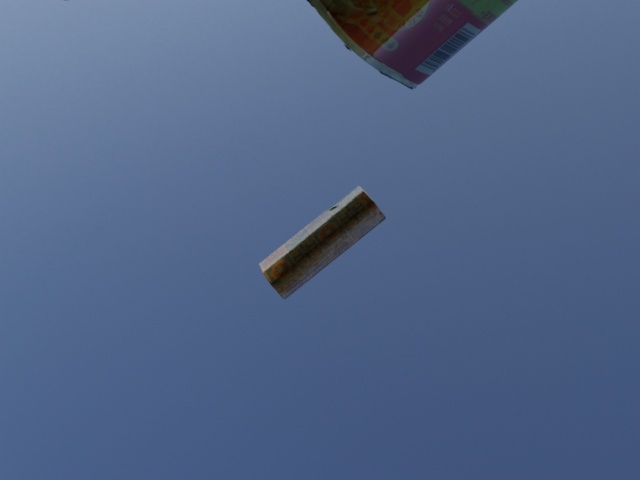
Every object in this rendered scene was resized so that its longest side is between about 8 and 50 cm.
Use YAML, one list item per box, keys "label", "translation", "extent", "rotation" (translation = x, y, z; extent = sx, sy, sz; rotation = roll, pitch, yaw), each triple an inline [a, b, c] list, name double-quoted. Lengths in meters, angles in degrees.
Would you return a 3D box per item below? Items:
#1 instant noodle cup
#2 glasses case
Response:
- label: "instant noodle cup"
  translation: [0.141, -0.368, 1.034]
  extent: [0.308, 0.294, 0.294]
  rotation: [-44, -107, 21]
- label: "glasses case"
  translation: [0.000, 0.000, 1.432]
  extent: [0.218, 0.049, 0.075]
  rotation: [-39, -139, 1]
